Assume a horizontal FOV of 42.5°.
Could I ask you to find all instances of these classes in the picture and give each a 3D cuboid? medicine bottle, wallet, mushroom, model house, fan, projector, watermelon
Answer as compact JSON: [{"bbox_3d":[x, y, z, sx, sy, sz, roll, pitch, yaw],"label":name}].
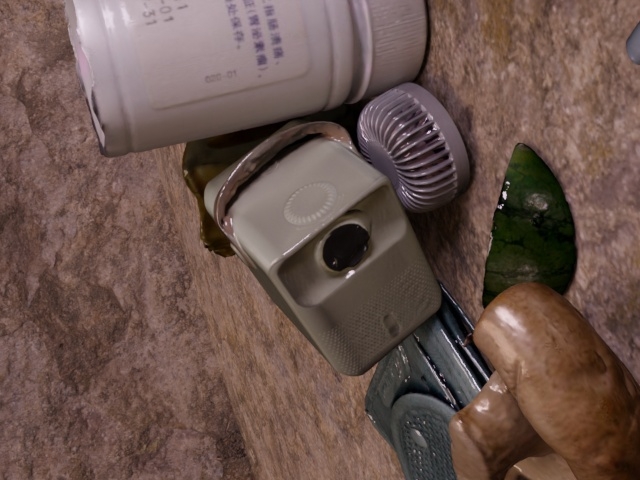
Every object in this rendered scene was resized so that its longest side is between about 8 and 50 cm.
[{"bbox_3d":[-0.078,-0.209,0.831,0.190,0.332,0.189,165,90,-75],"label":"medicine bottle"},{"bbox_3d":[0.141,0.230,1.006,0.237,0.075,0.342,59,157,27],"label":"wallet"},{"bbox_3d":[0.205,0.163,0.671,0.151,0.156,0.285,36,154,41],"label":"mushroom"},{"bbox_3d":[-0.056,-0.074,1.044,0.173,0.268,0.239,40,149,40],"label":"model house"},{"bbox_3d":[0.083,-0.081,0.895,0.130,0.074,0.244,59,165,4],"label":"fan"},{"bbox_3d":[0.000,0.000,0.871,0.177,0.163,0.242,41,165,49],"label":"projector"},{"bbox_3d":[0.189,0.013,0.736,0.092,0.075,0.181,-63,-21,-48],"label":"watermelon"}]

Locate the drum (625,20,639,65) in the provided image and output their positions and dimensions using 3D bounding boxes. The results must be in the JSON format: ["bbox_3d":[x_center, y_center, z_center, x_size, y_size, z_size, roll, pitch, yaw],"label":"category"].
[{"bbox_3d":[0.228,-0.183,0.428,0.253,0.049,0.129,169,84,-75],"label":"drum"}]
